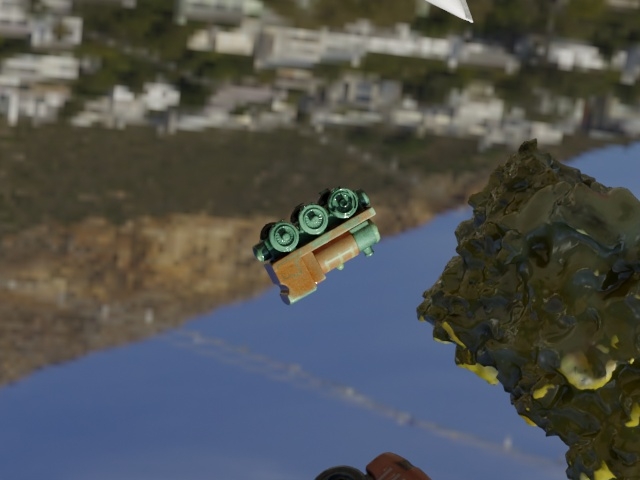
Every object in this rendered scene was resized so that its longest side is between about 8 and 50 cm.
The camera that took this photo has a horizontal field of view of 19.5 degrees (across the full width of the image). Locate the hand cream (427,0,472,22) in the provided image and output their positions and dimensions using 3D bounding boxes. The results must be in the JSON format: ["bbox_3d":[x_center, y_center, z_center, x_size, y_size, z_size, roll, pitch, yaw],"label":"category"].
[{"bbox_3d":[0.096,-0.343,2.199,0.083,0.133,0.248,-28,155,31],"label":"hand cream"}]

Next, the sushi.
[{"bbox_3d":[0.294,0.096,1.754,0.351,0.240,0.396,24,-167,-48],"label":"sushi"}]

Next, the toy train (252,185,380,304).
[{"bbox_3d":[0.000,0.000,1.464,0.103,0.064,0.044,-31,-175,-14],"label":"toy train"}]

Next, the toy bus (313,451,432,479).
[{"bbox_3d":[0.010,0.450,2.048,0.427,0.203,0.233,-43,-130,-21],"label":"toy bus"}]
